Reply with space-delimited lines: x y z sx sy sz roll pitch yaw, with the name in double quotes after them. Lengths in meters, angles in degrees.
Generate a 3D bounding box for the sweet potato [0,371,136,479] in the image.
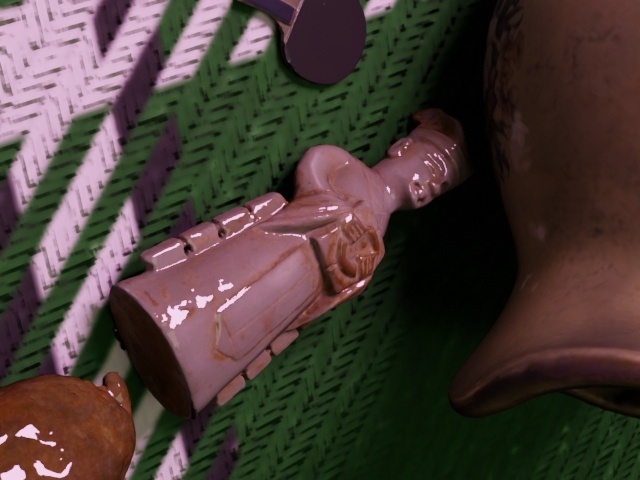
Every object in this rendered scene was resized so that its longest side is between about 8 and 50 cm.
-0.192 0.109 0.491 0.273 0.075 0.075 -12 111 -33 "sweet potato"

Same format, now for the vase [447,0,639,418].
0.193 -0.016 0.676 0.329 0.241 0.302 64 41 -73 "vase"

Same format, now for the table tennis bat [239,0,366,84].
-0.008 -0.105 0.618 0.083 0.007 0.050 19 91 -44 "table tennis bat"

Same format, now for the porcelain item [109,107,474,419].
0.000 0.000 0.627 0.213 0.054 0.084 -35 125 -29 "porcelain item"
